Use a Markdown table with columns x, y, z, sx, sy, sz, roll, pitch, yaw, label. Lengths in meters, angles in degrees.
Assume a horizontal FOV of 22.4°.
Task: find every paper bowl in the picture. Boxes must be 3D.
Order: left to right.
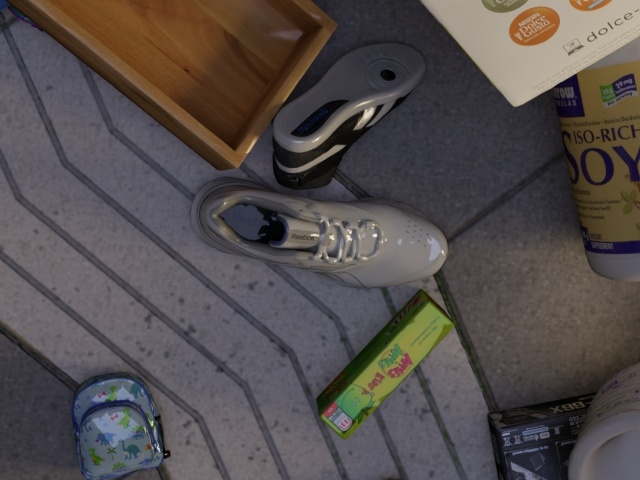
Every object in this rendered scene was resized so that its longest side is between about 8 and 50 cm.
| x | y | z | sx | sy | sz | roll | pitch | yaw | label |
| --- | --- | --- | --- | --- | --- | --- | --- | --- | --- |
| 0.421 | 0.239 | 1.739 | 0.284 | 0.148 | 0.284 | 16 | 136 | 16 | paper bowl |

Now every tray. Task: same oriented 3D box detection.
| x | y | z | sx | sy | sz | roll | pitch | yaw | label |
| --- | --- | --- | --- | --- | --- | --- | --- | --- | --- |
| -0.200 | -0.280 | 1.734 | 0.411 | 0.076 | 0.203 | 39 | 75 | -17 | tray |

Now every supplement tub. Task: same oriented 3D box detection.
| x | y | z | sx | sy | sz | roll | pitch | yaw | label |
| --- | --- | --- | --- | --- | --- | --- | --- | --- | --- |
| 0.381 | -0.140 | 1.760 | 0.241 | 0.241 | 0.331 | -13 | 97 | -1 | supplement tub |

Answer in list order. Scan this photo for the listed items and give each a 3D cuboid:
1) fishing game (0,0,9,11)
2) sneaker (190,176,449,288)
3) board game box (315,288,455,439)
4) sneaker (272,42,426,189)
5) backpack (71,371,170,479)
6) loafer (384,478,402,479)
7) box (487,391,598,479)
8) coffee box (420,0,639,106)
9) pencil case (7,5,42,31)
| x | y | z | sx | sy | sz | roll | pitch | yaw | label |
| --- | --- | --- | --- | --- | --- | --- | --- | --- | --- |
| -0.407 | -0.314 | 1.785 | 0.264 | 0.041 | 0.189 | -11 | 78 | 8 | fishing game |
| 0.000 | 0.000 | 1.817 | 0.297 | 0.129 | 0.111 | 7 | 95 | -5 | sneaker |
| 0.073 | 0.141 | 1.856 | 0.043 | 0.092 | 0.181 | 43 | 94 | -7 | board game box |
| 0.024 | -0.135 | 1.832 | 0.217 | 0.121 | 0.079 | -33 | 65 | -28 | sneaker |
| -0.235 | 0.212 | 1.855 | 0.105 | 0.084 | 0.114 | -12 | 95 | -3 | backpack |
| 0.046 | 0.331 | 1.901 | 0.148 | 0.056 | 0.050 | -29 | 99 | 11 | loafer |
| 0.370 | 0.296 | 1.898 | 0.307 | 0.076 | 0.242 | -12 | 98 | -1 | box |
| 0.208 | -0.408 | 1.568 | 0.338 | 0.338 | 0.334 | -31 | 137 | 17 | coffee box |
| -0.282 | -0.302 | 1.796 | 0.070 | 0.064 | 0.151 | 43 | 95 | 11 | pencil case |
